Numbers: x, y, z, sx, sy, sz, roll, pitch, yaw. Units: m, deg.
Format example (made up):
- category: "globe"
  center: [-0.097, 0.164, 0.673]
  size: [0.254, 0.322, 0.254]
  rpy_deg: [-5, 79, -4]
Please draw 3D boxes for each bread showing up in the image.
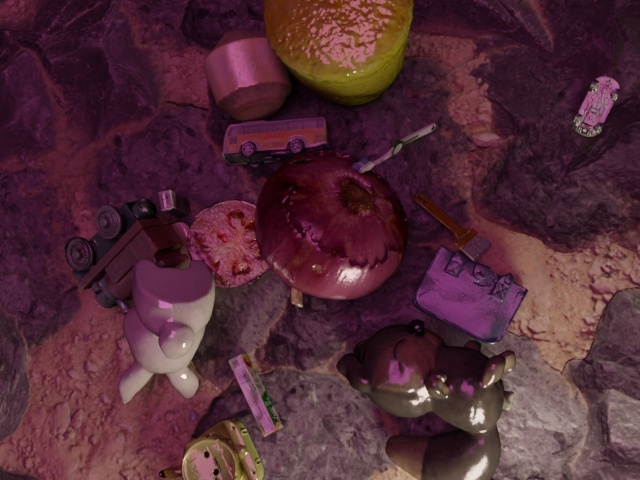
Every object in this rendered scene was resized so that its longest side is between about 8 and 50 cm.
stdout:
- category: "bread"
  center: [0.050, -0.503, 1.725]
  size: [0.348, 0.308, 0.348]
  rpy_deg: [-1, 82, 8]

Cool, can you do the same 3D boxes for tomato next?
- category: "tomato"
  center: [-0.214, 0.013, 1.801]
  size: [0.225, 0.085, 0.225]
  rpy_deg: [2, 75, -6]

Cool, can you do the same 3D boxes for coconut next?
- category: "coconut"
  center: [-0.182, -0.415, 1.812]
  size: [0.202, 0.202, 0.222]
  rpy_deg: [-18, 83, 7]

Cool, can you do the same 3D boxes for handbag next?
- category: "handbag"
  center: [0.344, 0.124, 1.706]
  size: [0.229, 0.062, 0.179]
  rpy_deg: [29, 87, 12]

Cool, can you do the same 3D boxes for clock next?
- category: "clock"
  center: [-0.263, 0.543, 1.747]
  size: [0.232, 0.069, 0.170]
  rpy_deg: [-29, 78, 5]

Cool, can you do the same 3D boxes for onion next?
- category: "onion"
  center: [0.010, -0.031, 1.675]
  size: [0.345, 0.358, 0.358]
  rpy_deg: [-16, 75, 50]

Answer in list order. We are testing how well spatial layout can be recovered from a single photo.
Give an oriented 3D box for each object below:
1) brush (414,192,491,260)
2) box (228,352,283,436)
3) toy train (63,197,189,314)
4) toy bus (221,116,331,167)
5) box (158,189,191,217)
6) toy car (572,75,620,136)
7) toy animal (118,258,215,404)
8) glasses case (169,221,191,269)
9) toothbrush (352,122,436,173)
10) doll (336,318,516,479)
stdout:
- category: "brush"
  center: [0.305, -0.040, 1.746]
  size: [0.218, 0.010, 0.082]
  rpy_deg: [43, 51, 19]
- category: "box"
  center: [-0.157, 0.369, 1.765]
  size: [0.041, 0.050, 0.207]
  rpy_deg: [-30, 78, 8]
- category: "toy train"
  center: [-0.481, 0.041, 1.799]
  size: [0.304, 0.150, 0.221]
  rpy_deg: [-41, 80, 26]
- category: "toy bus"
  center: [-0.109, -0.246, 1.831]
  size: [0.268, 0.092, 0.106]
  rpy_deg: [-3, 72, 10]
- category: "box"
  center: [-0.364, -0.090, 1.836]
  size: [0.036, 0.117, 0.050]
  rpy_deg: [-14, 78, 10]
- category: "toy car"
  center: [0.647, -0.314, 1.723]
  size: [0.069, 0.055, 0.142]
  rpy_deg: [26, 101, 13]
- category: "toy animal"
  center: [-0.356, 0.230, 1.693]
  size: [0.196, 0.367, 0.241]
  rpy_deg: [6, 42, -18]
- category: "glasses case"
  center: [-0.335, 0.050, 1.844]
  size: [0.083, 0.050, 0.196]
  rpy_deg: [-22, 79, 4]
- category: "toothbrush"
  center: [0.181, -0.217, 1.710]
  size: [0.304, 0.030, 0.030]
  rpy_deg: [-31, 73, -38]
- category: "doll"
  center: [0.212, 0.361, 1.601]
  size: [0.382, 0.252, 0.378]
  rpy_deg: [8, 89, 24]
